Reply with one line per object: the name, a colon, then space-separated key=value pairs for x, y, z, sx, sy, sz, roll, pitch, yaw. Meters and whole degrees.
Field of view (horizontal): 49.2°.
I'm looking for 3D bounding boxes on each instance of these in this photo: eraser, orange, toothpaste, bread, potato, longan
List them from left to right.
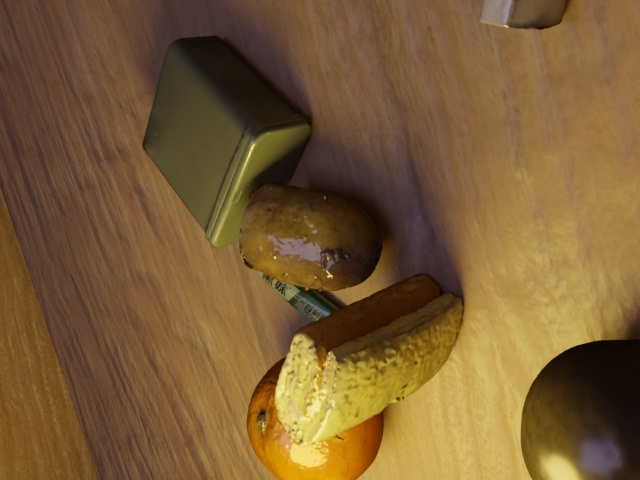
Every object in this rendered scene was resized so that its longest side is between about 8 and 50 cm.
toothpaste: x=-0.031 y=0.143 z=1.632 sx=0.392 sy=0.061 sz=0.099 roll=38 pitch=127 yaw=25
orange: x=-0.012 y=0.397 z=1.548 sx=0.312 sy=0.312 sz=0.312 roll=19 pitch=119 yaw=39
potato: x=0.000 y=0.000 z=1.449 sx=0.266 sy=0.229 sz=0.229 roll=10 pitch=113 yaw=38
bread: x=0.096 y=0.225 z=1.313 sx=0.165 sy=0.375 sz=0.237 roll=35 pitch=125 yaw=32
eraser: x=0.311 y=-0.440 z=0.971 sx=0.095 sy=0.174 sz=0.270 roll=28 pitch=124 yaw=32
longan: x=0.451 y=0.299 z=1.044 sx=0.319 sy=0.319 sz=0.319 roll=19 pitch=119 yaw=39

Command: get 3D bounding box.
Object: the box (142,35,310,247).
box: x=-0.231 y=-0.228 z=1.603 sx=0.344 sy=0.177 sz=0.352 roll=49 pitch=135 yaw=23
